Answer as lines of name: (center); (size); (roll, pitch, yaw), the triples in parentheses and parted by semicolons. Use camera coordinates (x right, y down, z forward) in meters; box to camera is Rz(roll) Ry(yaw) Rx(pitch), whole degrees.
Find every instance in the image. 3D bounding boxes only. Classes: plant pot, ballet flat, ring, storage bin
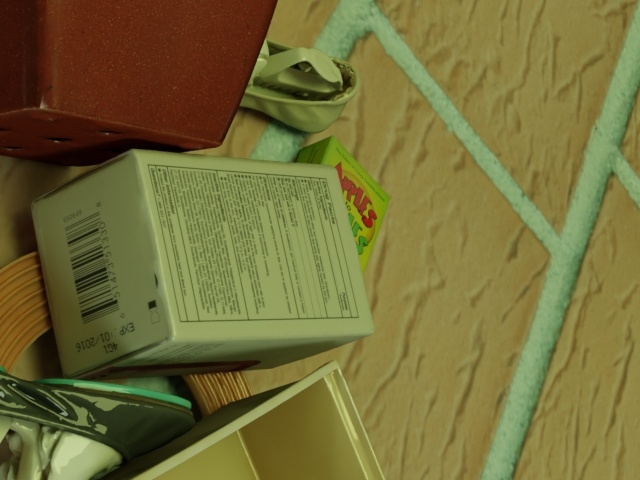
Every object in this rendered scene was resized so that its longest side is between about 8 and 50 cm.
plant pot: (-0.190, -0.186, 1.188); (0.267, 0.267, 0.235); (9, 79, -47)
ballet flat: (-0.216, 0.126, 1.095); (0.280, 0.095, 0.096); (19, 69, -31)
ring: (-0.165, 0.168, 1.223); (0.337, 0.032, 0.336); (25, 56, -42)
ballet flat: (-0.058, -0.161, 1.452); (0.248, 0.086, 0.086); (12, 65, -46)
storage bin: (-0.056, 0.263, 1.186); (0.262, 0.123, 0.260); (-26, 94, -52)

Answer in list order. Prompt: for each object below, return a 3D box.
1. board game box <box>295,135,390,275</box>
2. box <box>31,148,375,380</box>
board game box: (0.000, 0.000, 1.478); (0.092, 0.043, 0.181); (45, 45, -26)
box: (-0.089, 0.022, 1.252); (0.232, 0.127, 0.148); (3, 70, -50)
